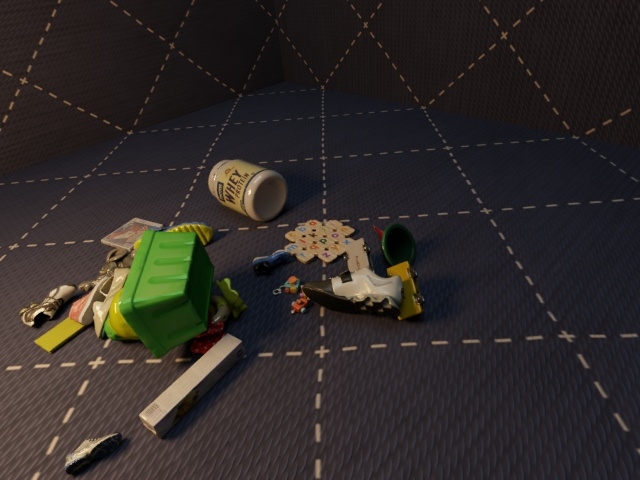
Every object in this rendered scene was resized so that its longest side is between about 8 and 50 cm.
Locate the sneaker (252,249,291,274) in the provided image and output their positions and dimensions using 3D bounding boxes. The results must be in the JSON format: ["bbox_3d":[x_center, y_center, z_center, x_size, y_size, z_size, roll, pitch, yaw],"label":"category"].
[{"bbox_3d":[-0.182,0.086,1.583,0.152,0.058,0.084,-13,30,-2],"label":"sneaker"}]

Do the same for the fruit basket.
[{"bbox_3d":[-0.533,0.174,1.295,0.393,0.282,0.391,-10,38,8],"label":"fruit basket"}]

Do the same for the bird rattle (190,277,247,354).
[{"bbox_3d":[-0.359,0.255,1.361,0.207,0.143,0.253,0,47,29],"label":"bird rattle"}]

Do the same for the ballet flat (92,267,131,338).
[{"bbox_3d":[-0.717,0.204,1.415,0.086,0.086,0.248,8,63,19],"label":"ballet flat"}]

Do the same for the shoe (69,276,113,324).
[{"bbox_3d":[-0.793,0.201,1.442,0.081,0.063,0.177,8,63,27],"label":"shoe"}]

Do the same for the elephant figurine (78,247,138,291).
[{"bbox_3d":[-0.741,0.101,1.566,0.240,0.186,0.169,-9,76,5],"label":"elephant figurine"}]

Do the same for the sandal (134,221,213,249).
[{"bbox_3d":[-0.614,-0.024,1.761,0.318,0.126,0.138,-10,31,-8],"label":"sandal"}]

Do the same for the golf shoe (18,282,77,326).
[{"bbox_3d":[-0.955,0.236,1.493,0.094,0.077,0.198,32,56,27],"label":"golf shoe"}]

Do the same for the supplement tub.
[{"bbox_3d":[-0.337,-0.239,1.919,0.325,0.235,0.235,24,45,36],"label":"supplement tub"}]

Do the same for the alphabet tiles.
[{"bbox_3d":[0.000,0.000,1.712,0.284,0.021,0.278,-32,43,-31],"label":"alphabet tiles"}]

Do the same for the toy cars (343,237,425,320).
[{"bbox_3d":[0.217,0.132,1.429,0.394,0.087,0.176,31,85,43],"label":"toy cars"}]

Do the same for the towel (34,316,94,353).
[{"bbox_3d":[-0.844,0.287,1.440,0.102,0.021,0.237,13,40,31],"label":"towel"}]

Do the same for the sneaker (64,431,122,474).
[{"bbox_3d":[-0.570,0.516,1.044,0.135,0.052,0.058,-26,36,-27],"label":"sneaker"}]

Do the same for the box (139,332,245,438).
[{"bbox_3d":[-0.346,0.395,1.168,0.067,0.063,0.324,19,42,29],"label":"box"}]

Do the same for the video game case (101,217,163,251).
[{"bbox_3d":[-0.846,-0.030,1.885,0.184,0.023,0.201,13,39,25],"label":"video game case"}]

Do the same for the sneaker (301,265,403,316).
[{"bbox_3d":[0.107,0.152,1.356,0.331,0.122,0.146,6,56,19],"label":"sneaker"}]

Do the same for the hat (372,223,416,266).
[{"bbox_3d":[0.245,0.035,1.602,0.209,0.172,0.184,-32,8,-40],"label":"hat"}]

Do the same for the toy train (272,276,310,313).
[{"bbox_3d":[-0.087,0.180,1.448,0.125,0.046,0.166,-31,42,-31],"label":"toy train"}]
